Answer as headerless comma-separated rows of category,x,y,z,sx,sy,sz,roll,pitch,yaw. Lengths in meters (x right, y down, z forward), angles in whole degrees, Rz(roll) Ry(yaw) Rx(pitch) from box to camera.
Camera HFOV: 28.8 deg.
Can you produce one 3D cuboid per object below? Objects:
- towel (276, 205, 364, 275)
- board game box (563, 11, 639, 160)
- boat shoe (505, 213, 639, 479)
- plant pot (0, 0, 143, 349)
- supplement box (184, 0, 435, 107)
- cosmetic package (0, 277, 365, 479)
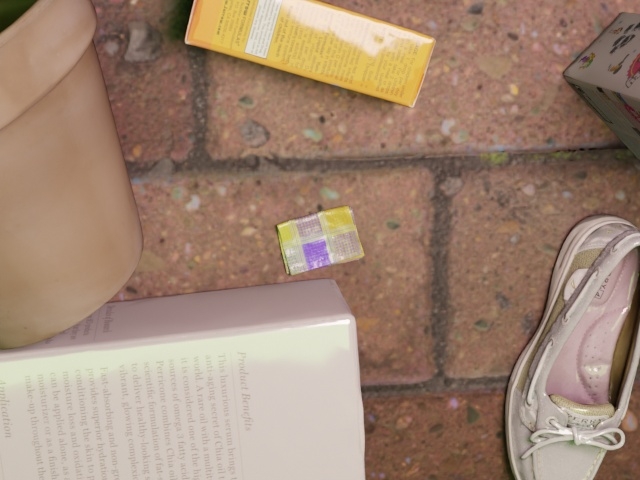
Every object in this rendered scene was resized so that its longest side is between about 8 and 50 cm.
towel,0.000,0.000,1.294,0.083,0.009,0.060,-13,105,-4
board game box,0.373,-0.096,1.164,0.224,0.303,0.097,43,95,-14
boat shoe,0.278,0.134,1.310,0.118,0.103,0.320,14,101,-10
plant pot,-0.303,-0.065,1.113,0.323,0.323,0.280,-26,120,0
supplement box,-0.012,-0.197,1.212,0.233,0.078,0.080,13,101,-9
cosmetic package,-0.190,0.185,1.237,0.453,0.161,0.230,-5,103,-5
